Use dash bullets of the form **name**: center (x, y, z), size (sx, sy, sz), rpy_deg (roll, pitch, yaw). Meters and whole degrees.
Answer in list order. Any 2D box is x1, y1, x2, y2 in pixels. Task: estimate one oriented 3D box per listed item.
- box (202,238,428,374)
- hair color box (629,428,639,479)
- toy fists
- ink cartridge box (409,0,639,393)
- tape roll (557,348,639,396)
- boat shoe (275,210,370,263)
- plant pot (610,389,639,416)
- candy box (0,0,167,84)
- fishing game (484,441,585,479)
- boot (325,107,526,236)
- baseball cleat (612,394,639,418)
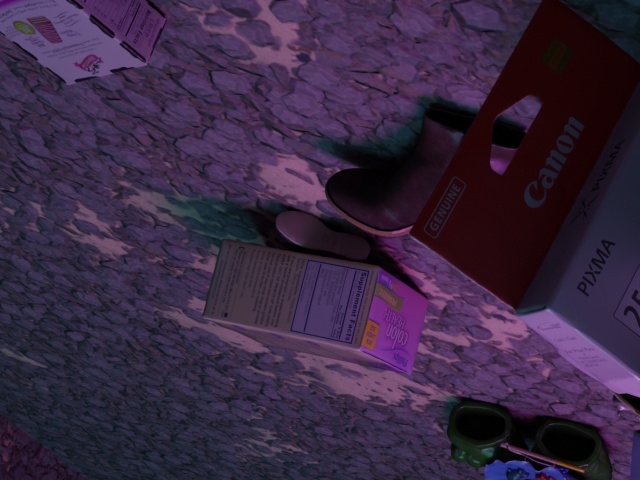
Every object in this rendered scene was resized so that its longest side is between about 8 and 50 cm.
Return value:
- **box**: center (-0.003, 0.094, 2.142), size (0.243, 0.117, 0.213), rpy_deg (11, 170, 25)
- **hair color box**: center (0.563, 0.262, 1.789), size (0.374, 0.114, 0.185), rpy_deg (-10, -160, -30)
- **toy fists**: center (0.338, 0.348, 2.499), size (0.279, 0.096, 0.142), rpy_deg (9, 156, 22)
- **ink cartridge box**: center (0.260, -0.051, 1.413), size (0.261, 0.296, 0.066), rpy_deg (36, 160, -14)
- **tape roll**: center (0.352, 0.015, 1.531), size (0.286, 0.286, 0.100), rpy_deg (15, 158, 12)
- **boat shoe**: center (0.000, 0.000, 2.091), size (0.137, 0.049, 0.043), rpy_deg (19, 159, -8)
- **plant pot**: center (0.424, 0.097, 1.734), size (0.274, 0.275, 0.293), rpy_deg (17, 171, 10)
- **candy box**: center (-0.309, -0.277, 1.715), size (0.159, 0.071, 0.233), rpy_deg (-5, 145, 45)
- **fishing game**: center (0.349, 0.410, 2.465), size (0.189, 0.041, 0.264), rpy_deg (20, 150, 7)
- **boot**: center (0.122, -0.087, 1.791), size (0.248, 0.090, 0.207), rpy_deg (16, 144, 14)
- **baseball cleat**: center (0.419, 0.174, 1.958), size (0.072, 0.109, 0.206), rpy_deg (12, 179, 14)
